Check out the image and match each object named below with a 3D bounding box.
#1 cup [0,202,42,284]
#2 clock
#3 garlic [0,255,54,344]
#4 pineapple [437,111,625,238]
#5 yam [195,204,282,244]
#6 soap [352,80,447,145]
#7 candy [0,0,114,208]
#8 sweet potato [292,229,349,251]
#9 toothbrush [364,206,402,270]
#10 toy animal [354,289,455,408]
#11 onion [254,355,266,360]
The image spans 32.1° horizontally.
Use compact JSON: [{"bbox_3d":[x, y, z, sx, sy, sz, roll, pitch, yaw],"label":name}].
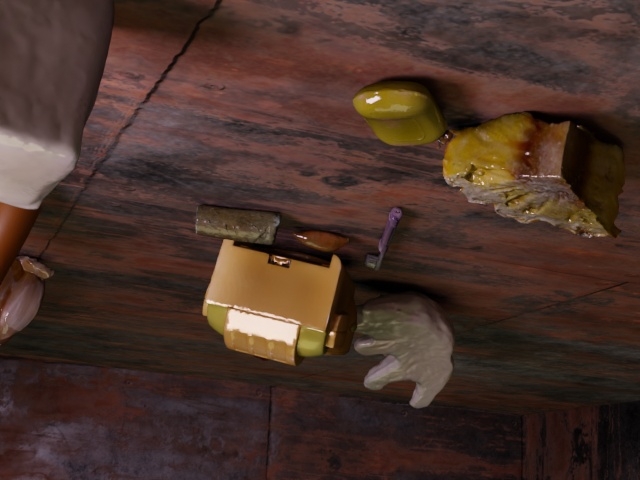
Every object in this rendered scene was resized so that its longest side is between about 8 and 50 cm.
[{"bbox_3d":[-0.515,0.004,1.571,0.183,0.263,0.226,13,153,-3],"label":"cup"},{"bbox_3d":[-0.051,0.112,1.955,0.244,0.200,0.317,16,178,14],"label":"clock"},{"bbox_3d":[-0.640,0.106,2.171,0.160,0.191,0.214,41,159,-25],"label":"garlic"},{"bbox_3d":[0.258,-0.080,1.302,0.237,0.114,0.186,10,165,-12],"label":"pineapple"},{"bbox_3d":[-0.129,-0.024,1.725,0.133,0.054,0.054,7,165,-8],"label":"yam"},{"bbox_3d":[0.089,-0.142,1.233,0.089,0.045,0.140,2,167,19],"label":"soap"},{"bbox_3d":[-0.363,-0.171,0.943,0.359,0.208,0.145,14,156,-31],"label":"candy"},{"bbox_3d":[0.000,0.000,1.821,0.095,0.034,0.034,8,165,-7],"label":"sweet potato"},{"bbox_3d":[0.100,0.002,1.823,0.029,0.024,0.354,13,166,0],"label":"toothbrush"},{"bbox_3d":[0.153,0.173,2.277,0.308,0.188,0.266,21,139,-20],"label":"toy animal"},{"bbox_3d":[-0.089,0.155,2.244,0.147,0.184,0.184,44,-178,24],"label":"onion"}]
